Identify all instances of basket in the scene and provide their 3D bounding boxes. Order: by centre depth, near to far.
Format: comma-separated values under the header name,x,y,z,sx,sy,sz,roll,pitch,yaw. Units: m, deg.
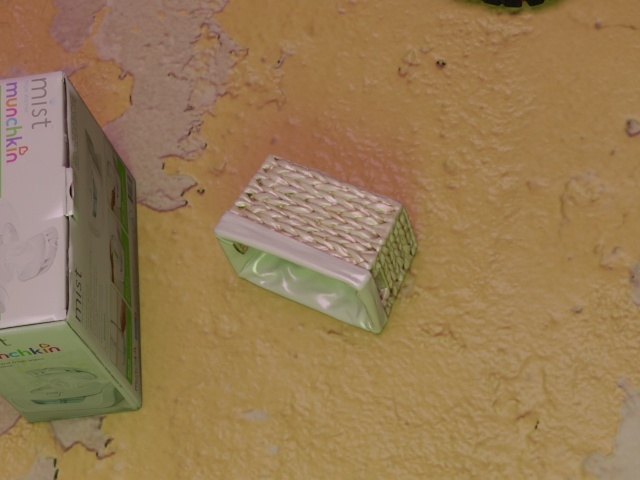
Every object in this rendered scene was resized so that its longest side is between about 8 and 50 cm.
name,x,y,z,sx,sy,sz,roll,pitch,yaw
basket,0.000,0.000,1.686,0.167,0.113,0.103,21,70,21

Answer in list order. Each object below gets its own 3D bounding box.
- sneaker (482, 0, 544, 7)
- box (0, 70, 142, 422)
name,x,y,z,sx,sy,sz,roll,pitch,yaw
sneaker,0.260,-0.338,1.806,0.313,0.116,0.136,-18,28,15
box,-0.260,0.011,1.678,0.126,0.231,0.262,-9,64,9
